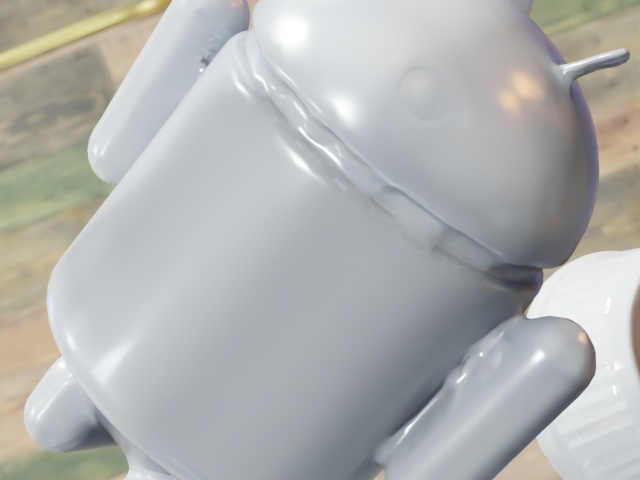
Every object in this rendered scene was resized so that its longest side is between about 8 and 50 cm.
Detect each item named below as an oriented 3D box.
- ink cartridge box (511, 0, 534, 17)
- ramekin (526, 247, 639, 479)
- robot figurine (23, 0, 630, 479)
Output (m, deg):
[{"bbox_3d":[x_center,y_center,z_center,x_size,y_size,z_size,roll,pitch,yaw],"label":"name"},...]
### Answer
[{"bbox_3d":[0.110,-0.264,1.387,0.119,0.207,0.353,5,-23,1],"label":"ink cartridge box"},{"bbox_3d":[0.331,0.126,1.723,0.273,0.273,0.127,-32,1,-38],"label":"ramekin"},{"bbox_3d":[0.000,0.000,0.918,0.353,0.300,0.200,-50,-18,18],"label":"robot figurine"}]
